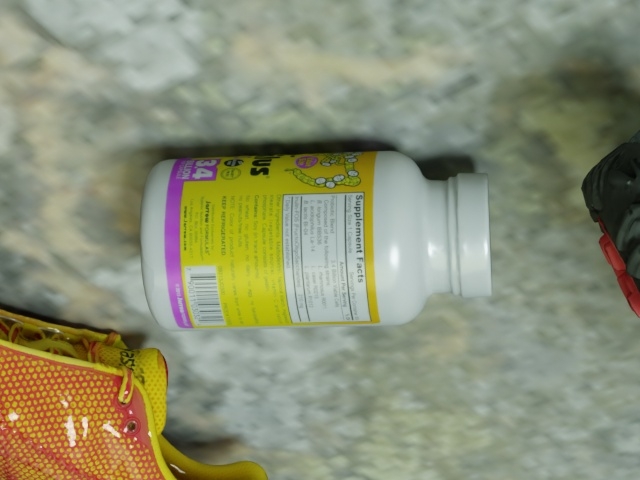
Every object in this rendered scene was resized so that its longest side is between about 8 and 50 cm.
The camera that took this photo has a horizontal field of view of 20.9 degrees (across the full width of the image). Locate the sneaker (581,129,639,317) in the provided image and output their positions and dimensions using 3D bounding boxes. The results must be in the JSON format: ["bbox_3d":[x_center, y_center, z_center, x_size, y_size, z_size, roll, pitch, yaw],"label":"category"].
[{"bbox_3d":[0.176,0.018,0.415,0.262,0.104,0.125,26,118,-30],"label":"sneaker"}]

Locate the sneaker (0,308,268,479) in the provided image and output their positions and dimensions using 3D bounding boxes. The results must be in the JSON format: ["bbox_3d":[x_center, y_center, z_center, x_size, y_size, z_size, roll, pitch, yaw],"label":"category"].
[{"bbox_3d":[-0.084,0.041,0.483,0.175,0.064,0.067,38,97,-29],"label":"sneaker"}]

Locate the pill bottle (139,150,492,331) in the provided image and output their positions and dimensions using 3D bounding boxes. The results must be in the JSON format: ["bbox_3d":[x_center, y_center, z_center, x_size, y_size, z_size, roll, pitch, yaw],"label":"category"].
[{"bbox_3d":[0.000,0.000,0.426,0.083,0.043,0.043,-2,140,6],"label":"pill bottle"}]
